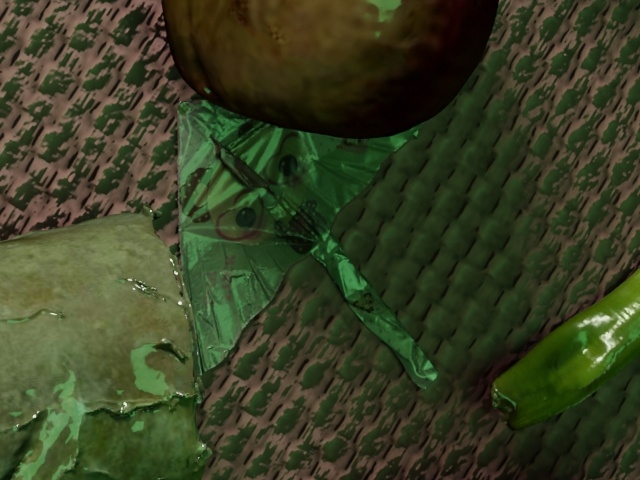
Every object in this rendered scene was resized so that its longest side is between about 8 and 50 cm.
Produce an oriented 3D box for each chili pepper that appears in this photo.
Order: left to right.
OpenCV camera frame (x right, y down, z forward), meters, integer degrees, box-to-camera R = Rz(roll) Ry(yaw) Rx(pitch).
[{"bbox_3d":[0.185,0.059,1.276,0.201,0.050,0.052,-37,96,-18],"label":"chili pepper"}]

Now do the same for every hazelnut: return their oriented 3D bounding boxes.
[{"bbox_3d":[0.018,-0.149,1.098,0.208,0.208,0.208,-5,101,-24],"label":"hazelnut"}]

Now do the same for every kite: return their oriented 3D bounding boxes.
[{"bbox_3d":[-0.001,0.000,1.201,0.229,0.012,0.250,-47,116,-10],"label":"kite"}]

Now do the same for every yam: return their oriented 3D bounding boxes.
[{"bbox_3d":[-0.206,0.099,1.022,0.300,0.195,0.195,-14,104,-23],"label":"yam"}]
